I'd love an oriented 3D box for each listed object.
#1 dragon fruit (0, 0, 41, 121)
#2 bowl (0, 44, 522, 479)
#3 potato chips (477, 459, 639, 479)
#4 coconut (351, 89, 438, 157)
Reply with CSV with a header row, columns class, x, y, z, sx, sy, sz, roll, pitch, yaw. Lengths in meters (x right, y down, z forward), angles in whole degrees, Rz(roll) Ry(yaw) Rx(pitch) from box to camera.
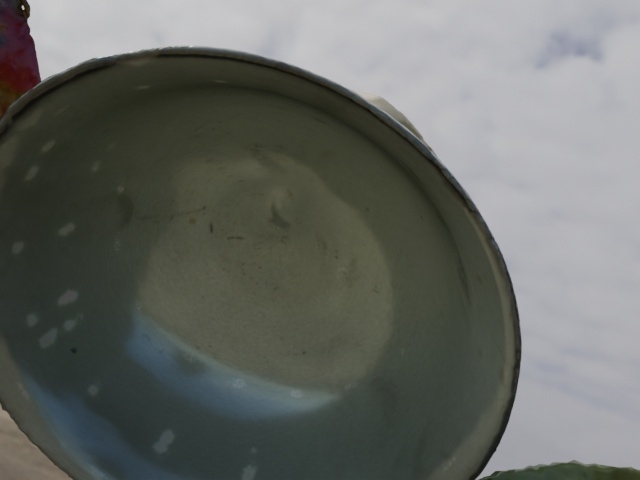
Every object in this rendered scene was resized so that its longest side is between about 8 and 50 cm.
class,x,y,z,sx,sy,sz,roll,pitch,yaw
dragon fruit,-0.275,-0.126,0.516,0.274,0.161,0.126,47,-35,29
bowl,-0.038,0.021,0.517,0.313,0.146,0.313,7,-61,12
potato chips,0.135,0.270,0.507,0.429,0.358,0.070,10,34,-26
coconut,0.000,0.000,0.740,0.259,0.259,0.259,22,-14,6
